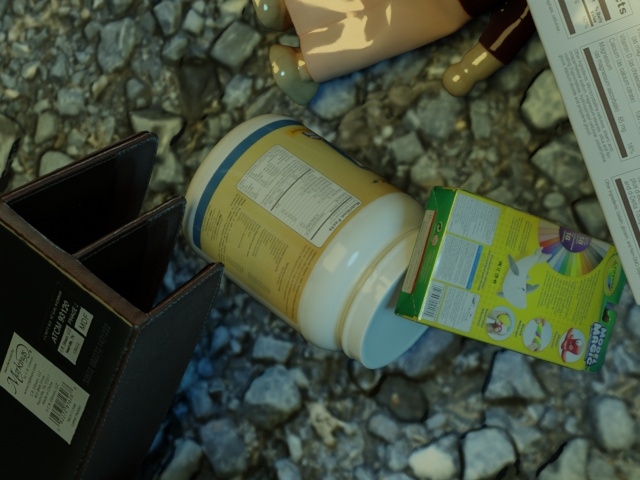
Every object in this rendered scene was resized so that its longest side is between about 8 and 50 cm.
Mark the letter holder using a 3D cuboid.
[{"bbox_3d":[-0.184,0.086,1.010,0.152,0.214,0.301,36,127,13],"label":"letter holder"}]

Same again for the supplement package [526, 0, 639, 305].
[{"bbox_3d":[0.250,-0.117,0.825,0.145,0.204,0.261,-19,93,23],"label":"supplement package"}]

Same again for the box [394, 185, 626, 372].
[{"bbox_3d":[0.153,0.032,0.926,0.043,0.179,0.105,13,85,66],"label":"box"}]

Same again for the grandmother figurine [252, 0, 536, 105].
[{"bbox_3d":[0.114,-0.230,1.016,0.343,0.104,0.207,-14,103,21],"label":"grandmother figurine"}]

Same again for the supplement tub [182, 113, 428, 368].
[{"bbox_3d":[0.000,0.000,1.000,0.200,0.144,0.144,36,98,26],"label":"supplement tub"}]
